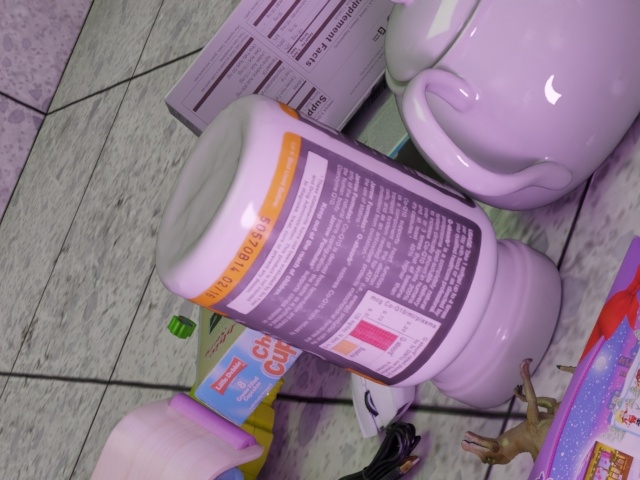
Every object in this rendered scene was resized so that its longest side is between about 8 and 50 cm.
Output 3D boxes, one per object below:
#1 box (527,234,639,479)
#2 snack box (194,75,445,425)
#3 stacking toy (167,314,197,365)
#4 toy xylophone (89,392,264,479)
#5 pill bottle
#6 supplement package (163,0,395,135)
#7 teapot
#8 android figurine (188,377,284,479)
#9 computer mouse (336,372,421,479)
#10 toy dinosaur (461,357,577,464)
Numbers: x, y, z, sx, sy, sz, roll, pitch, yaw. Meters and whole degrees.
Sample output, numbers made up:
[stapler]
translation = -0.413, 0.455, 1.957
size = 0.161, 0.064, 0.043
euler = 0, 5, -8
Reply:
[box]
translation = 0.206, 0.151, 1.041
size = 0.201, 0.057, 0.293
euler = 19, 83, 61
[snack box]
translation = 0.000, 0.000, 1.628
size = 0.322, 0.060, 0.187
euler = -50, 16, 17
[stacking toy]
translation = -0.090, 0.051, 1.902
size = 0.167, 0.052, 0.221
euler = -62, 19, 2
[toy xylophone]
translation = -0.149, 0.313, 1.606
size = 0.236, 0.081, 0.323
euler = 38, 105, 31
[pill bottle]
translation = 0.031, 0.016, 1.326
size = 0.162, 0.278, 0.162
euler = -50, 25, 33
[supplement package]
translation = -0.033, -0.162, 1.720
size = 0.204, 0.145, 0.262
euler = -52, 3, -1
[teapot]
translation = 0.135, -0.155, 1.389
size = 0.253, 0.187, 0.256
euler = -64, 21, -4
[android figurine]
translation = -0.114, 0.232, 1.739
size = 0.273, 0.056, 0.248
euler = -62, 21, 8
[computer mouse]
translation = 0.047, 0.129, 1.493
size = 0.106, 0.042, 0.193
euler = -47, 27, 40
[toy dinosaur]
translation = 0.173, 0.131, 1.205
size = 0.183, 0.053, 0.093
euler = 7, 90, 55
